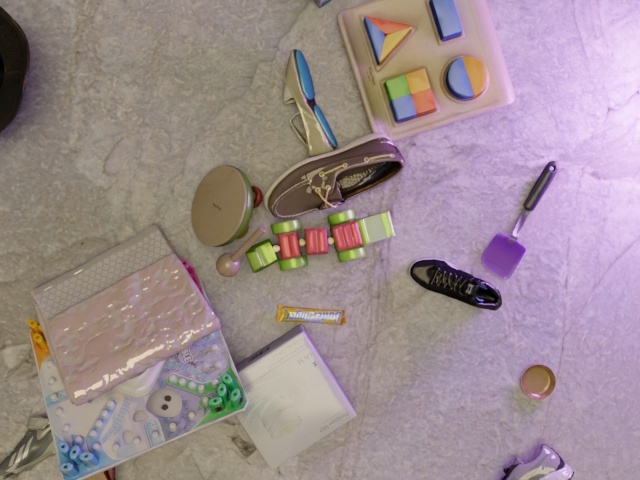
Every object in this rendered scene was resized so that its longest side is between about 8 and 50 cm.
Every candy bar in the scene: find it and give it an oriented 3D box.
[{"bbox_3d":[-0.020,0.172,1.880,0.161,0.018,0.040,4,91,-3],"label":"candy bar"}]

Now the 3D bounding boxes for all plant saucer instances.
[{"bbox_3d":[0.507,0.329,1.914,0.083,0.015,0.083,0,91,-4],"label":"plant saucer"}]

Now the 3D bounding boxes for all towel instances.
[{"bbox_3d":[-0.422,0.147,1.733,0.332,0.053,0.317,-29,56,-12],"label":"towel"}]

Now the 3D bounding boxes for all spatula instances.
[{"bbox_3d":[0.471,-0.054,1.897,0.084,0.030,0.296,28,90,-1],"label":"spatula"}]

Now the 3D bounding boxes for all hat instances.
[{"bbox_3d":[-0.738,-0.354,1.771,0.331,0.134,0.331,1,94,15],"label":"hat"}]

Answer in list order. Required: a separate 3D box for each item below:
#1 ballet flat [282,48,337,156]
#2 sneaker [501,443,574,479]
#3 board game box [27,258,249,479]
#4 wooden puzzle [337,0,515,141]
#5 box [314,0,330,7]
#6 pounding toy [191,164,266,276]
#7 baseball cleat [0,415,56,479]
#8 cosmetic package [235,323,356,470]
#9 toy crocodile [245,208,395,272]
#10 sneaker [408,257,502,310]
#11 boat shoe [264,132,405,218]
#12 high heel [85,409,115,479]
[{"bbox_3d":[-0.041,-0.303,1.843,0.086,0.086,0.248,-21,93,-3],"label":"ballet flat"},{"bbox_3d":[0.445,0.573,1.887,0.271,0.100,0.108,-35,69,1],"label":"sneaker"},{"bbox_3d":[-0.395,0.255,1.715,0.390,0.050,0.390,-22,55,-8],"label":"board game box"},{"bbox_3d":[0.245,-0.419,1.852,0.348,0.080,0.322,-18,92,-3],"label":"wooden puzzle"},{"bbox_3d":[-0.024,-0.664,1.757,0.127,0.231,0.262,-34,92,-2],"label":"box"},{"bbox_3d":[-0.179,-0.048,1.814,0.183,0.110,0.237,-44,54,27],"label":"pounding toy"},{"bbox_3d":[-0.655,0.460,1.834,0.206,0.072,0.109,-26,77,-4],"label":"baseball cleat"},{"bbox_3d":[-0.075,0.345,1.822,0.224,0.138,0.224,-33,94,-2],"label":"cosmetic package"},{"bbox_3d":[0.000,0.000,1.834,0.340,0.105,0.115,-10,92,-4],"label":"toy crocodile"},{"bbox_3d":[0.311,0.095,1.845,0.217,0.121,0.079,20,89,-4],"label":"sneaker"},{"bbox_3d":[0.031,-0.130,1.819,0.324,0.096,0.116,-25,133,-5],"label":"boat shoe"},{"bbox_3d":[-0.507,0.520,1.776,0.127,0.181,0.377,2,91,-3],"label":"high heel"}]
